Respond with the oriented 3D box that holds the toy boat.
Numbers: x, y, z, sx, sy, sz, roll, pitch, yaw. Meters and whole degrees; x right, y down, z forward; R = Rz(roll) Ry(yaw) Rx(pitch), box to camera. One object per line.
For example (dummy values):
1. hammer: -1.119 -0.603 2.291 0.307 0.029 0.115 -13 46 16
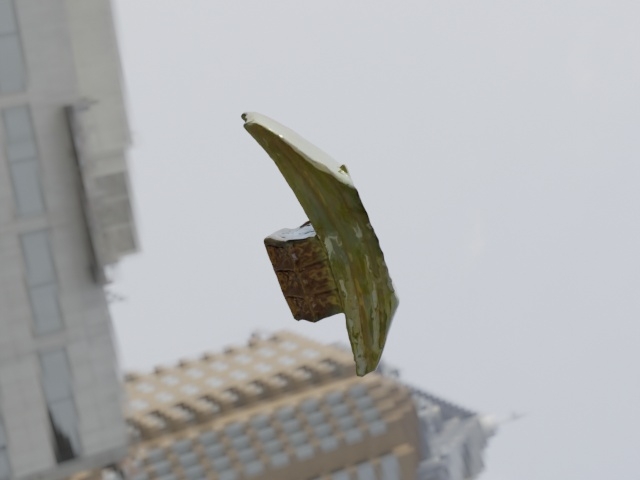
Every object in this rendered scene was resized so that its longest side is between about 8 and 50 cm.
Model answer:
1. toy boat: 0.000 0.000 0.975 0.065 0.066 0.172 -101 170 -72
